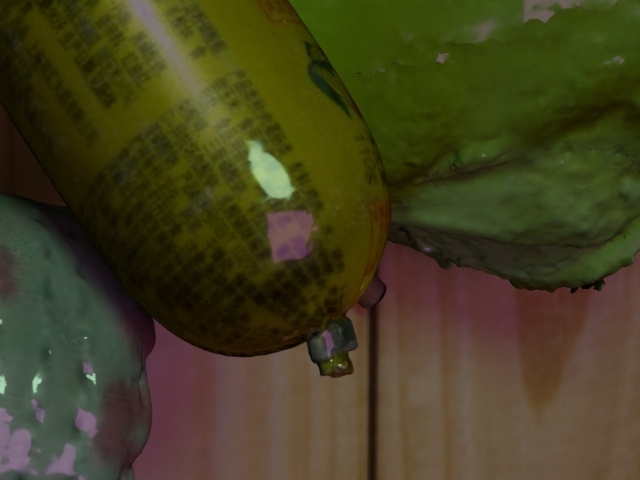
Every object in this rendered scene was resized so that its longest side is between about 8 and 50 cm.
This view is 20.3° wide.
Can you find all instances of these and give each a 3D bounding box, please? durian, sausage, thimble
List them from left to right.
[{"bbox_3d":[-0.174,0.078,0.771,0.149,0.185,0.211,14,126,-28],"label":"thimble"},{"bbox_3d":[-0.080,-0.089,0.743,0.123,0.123,0.347,-30,77,-20],"label":"sausage"},{"bbox_3d":[0.104,-0.098,0.868,0.339,0.204,0.256,16,104,-29],"label":"durian"}]

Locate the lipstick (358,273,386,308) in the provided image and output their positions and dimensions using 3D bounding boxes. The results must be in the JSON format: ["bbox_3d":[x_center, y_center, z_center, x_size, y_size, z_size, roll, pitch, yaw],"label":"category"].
[{"bbox_3d":[0.000,0.000,0.934,0.019,0.019,0.094,-49,118,-11],"label":"lipstick"}]
